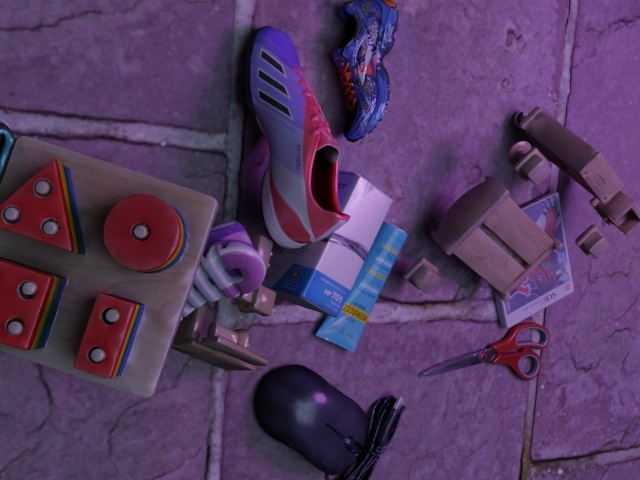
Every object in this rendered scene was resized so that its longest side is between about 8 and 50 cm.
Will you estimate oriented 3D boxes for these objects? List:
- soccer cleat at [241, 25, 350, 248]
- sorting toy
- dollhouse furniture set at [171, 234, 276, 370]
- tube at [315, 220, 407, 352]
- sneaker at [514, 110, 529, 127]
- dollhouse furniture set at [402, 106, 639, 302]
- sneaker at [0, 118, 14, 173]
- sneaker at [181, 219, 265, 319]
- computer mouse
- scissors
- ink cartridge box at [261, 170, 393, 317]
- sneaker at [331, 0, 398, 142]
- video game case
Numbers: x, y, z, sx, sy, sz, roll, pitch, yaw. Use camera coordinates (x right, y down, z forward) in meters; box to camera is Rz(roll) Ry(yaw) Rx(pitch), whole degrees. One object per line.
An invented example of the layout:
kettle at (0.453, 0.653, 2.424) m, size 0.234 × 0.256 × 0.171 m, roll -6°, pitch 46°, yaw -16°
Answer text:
soccer cleat at (-0.027, -0.152, 1.202) m, size 0.109 × 0.116 × 0.318 m, roll 7°, pitch 71°, yaw -49°
sorting toy at (-0.284, 0.028, 1.037) m, size 0.257 × 0.089 × 0.255 m, roll 18°, pitch 86°, yaw 2°
dollhouse furniture set at (-0.107, 0.092, 1.228) m, size 0.123 × 0.144 × 0.151 m, roll 32°, pitch 61°, yaw -42°
tube at (0.068, 0.070, 1.386) m, size 0.080 × 0.052 × 0.207 m, roll 28°, pitch 86°, yaw -26°
sneaker at (0.379, -0.208, 1.557) m, size 0.083 × 0.037 × 0.031 m, roll 13°, pitch 91°, yaw -33°
dollhouse furniture set at (0.324, -0.028, 1.518) m, size 0.355 × 0.173 × 0.303 m, roll -45°, pitch 130°, yaw 9°
sneaker at (-0.411, -0.073, 1.025) m, size 0.065 × 0.076 × 0.166 m, roll 32°, pitch 79°, yaw -32°
sneaker at (-0.185, 0.039, 1.155) m, size 0.237 × 0.104 × 0.095 m, roll -19°, pitch 132°, yaw 10°
computer mouse at (0.019, 0.285, 1.364) m, size 0.272 × 0.072 × 0.188 m, roll 37°, pitch 77°, yaw -32°
scissors at (0.300, 0.194, 1.573) m, size 0.297 × 0.021 × 0.108 m, roll 8°, pitch 95°, yaw -33°
ink cartridge box at (0.000, 0.000, 1.270) m, size 0.082 × 0.140 × 0.190 m, roll 34°, pitch 78°, yaw -34°
sneaker at (0.054, -0.256, 1.319) m, size 0.087 × 0.083 × 0.221 m, roll 7°, pitch 87°, yaw -21°
video game case at (0.380, 0.034, 1.599) m, size 0.184 × 0.023 × 0.201 m, roll -24°, pitch 109°, yaw -29°
